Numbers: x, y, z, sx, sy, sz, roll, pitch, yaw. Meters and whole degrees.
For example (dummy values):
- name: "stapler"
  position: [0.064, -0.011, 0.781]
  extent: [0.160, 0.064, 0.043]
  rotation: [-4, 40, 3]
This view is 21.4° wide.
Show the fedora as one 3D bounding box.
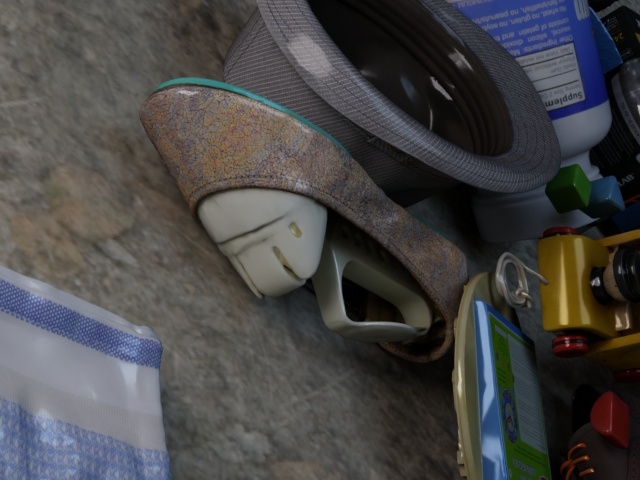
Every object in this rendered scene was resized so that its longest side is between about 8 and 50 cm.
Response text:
- name: "fedora"
  position: [0.034, -0.102, 1.247]
  extent: [0.275, 0.124, 0.244]
  rotation: [21, 36, -37]

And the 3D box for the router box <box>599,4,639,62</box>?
- name: "router box"
  position: [0.410, -0.108, 1.881]
  extent: [0.309, 0.081, 0.243]
  rotation: [12, 53, -56]

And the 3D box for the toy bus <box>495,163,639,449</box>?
- name: "toy bus"
  position: [0.242, 0.041, 1.290]
  extent: [0.191, 0.104, 0.202]
  rotation: [62, 35, -18]

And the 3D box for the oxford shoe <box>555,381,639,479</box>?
- name: "oxford shoe"
  position: [0.220, 0.206, 1.311]
  extent: [0.098, 0.097, 0.271]
  rotation: [34, 26, -6]

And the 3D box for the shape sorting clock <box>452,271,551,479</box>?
- name: "shape sorting clock"
  position: [0.127, 0.126, 1.220]
  extent: [0.206, 0.040, 0.206]
  rotation: [-11, 90, -72]

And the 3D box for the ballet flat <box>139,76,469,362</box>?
- name: "ballet flat"
  position: [0.000, 0.000, 1.141]
  extent: [0.316, 0.107, 0.106]
  rotation: [30, 53, -40]

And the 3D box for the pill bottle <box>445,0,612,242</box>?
- name: "pill bottle"
  position: [0.159, -0.143, 1.418]
  extent: [0.152, 0.152, 0.272]
  rotation: [-33, 111, -61]

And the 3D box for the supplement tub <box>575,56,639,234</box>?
- name: "supplement tub"
  position: [0.266, -0.089, 1.539]
  extent: [0.117, 0.190, 0.117]
  rotation: [37, 36, -33]

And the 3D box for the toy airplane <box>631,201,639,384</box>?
- name: "toy airplane"
  position: [0.423, 0.109, 1.571]
  extent: [0.386, 0.272, 0.384]
  rotation: [22, 16, -4]

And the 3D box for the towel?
- name: "towel"
  position: [-0.147, 0.135, 0.848]
  extent: [0.209, 0.034, 0.285]
  rotation: [29, 40, -41]

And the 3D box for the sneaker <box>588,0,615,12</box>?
- name: "sneaker"
  position: [0.238, -0.306, 1.789]
  extent: [0.286, 0.109, 0.130]
  rotation: [-5, 74, -68]

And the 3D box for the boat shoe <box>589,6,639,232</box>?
- name: "boat shoe"
  position: [0.260, -0.123, 1.679]
  extent: [0.089, 0.109, 0.258]
  rotation: [-105, 176, -73]
